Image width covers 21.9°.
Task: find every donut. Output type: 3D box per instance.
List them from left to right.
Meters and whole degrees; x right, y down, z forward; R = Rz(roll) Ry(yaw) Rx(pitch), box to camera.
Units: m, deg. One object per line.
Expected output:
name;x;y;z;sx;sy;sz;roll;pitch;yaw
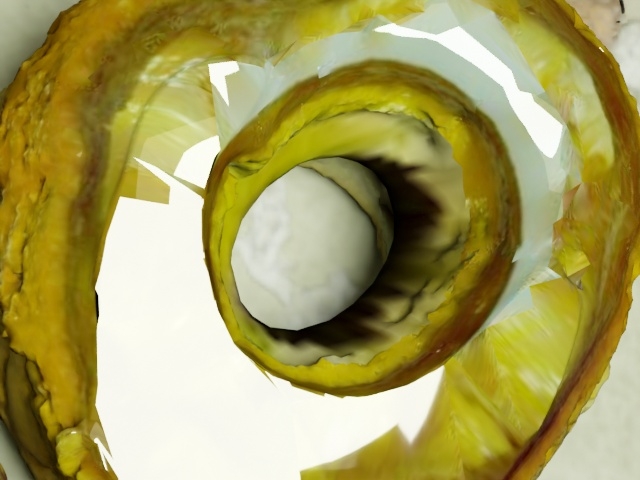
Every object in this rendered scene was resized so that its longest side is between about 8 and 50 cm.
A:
donut;0.000;0.000;0.722;0.330;0.160;0.330;4;75;-13

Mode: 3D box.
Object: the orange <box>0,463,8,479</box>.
orange;-0.247;0.206;0.578;0.210;0.271;0.369;9;76;27
